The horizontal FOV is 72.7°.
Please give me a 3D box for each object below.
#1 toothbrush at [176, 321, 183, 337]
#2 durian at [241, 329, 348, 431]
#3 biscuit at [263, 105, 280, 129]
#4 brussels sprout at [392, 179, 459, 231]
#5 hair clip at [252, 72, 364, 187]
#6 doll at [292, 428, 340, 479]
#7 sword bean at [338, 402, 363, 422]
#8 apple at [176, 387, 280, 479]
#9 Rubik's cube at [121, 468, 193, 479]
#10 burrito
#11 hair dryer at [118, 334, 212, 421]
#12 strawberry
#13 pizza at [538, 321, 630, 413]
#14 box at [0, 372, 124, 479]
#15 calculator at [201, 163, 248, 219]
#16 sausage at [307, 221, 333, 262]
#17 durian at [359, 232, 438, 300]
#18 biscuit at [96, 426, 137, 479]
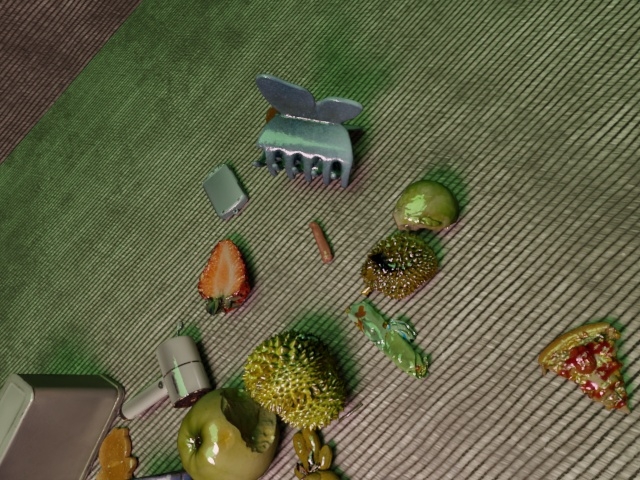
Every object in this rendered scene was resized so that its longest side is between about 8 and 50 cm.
[{"bbox_3d":[-0.502,0.379,1.512,0.017,0.014,0.194,-4,70,22],"label":"toothbrush"},{"bbox_3d":[-0.061,0.358,1.160,0.291,0.291,0.224,21,86,31],"label":"durian"},{"bbox_3d":[-0.110,-0.392,1.589,0.209,0.041,0.290,-25,67,16],"label":"biscuit"},{"bbox_3d":[0.294,-0.095,1.220,0.184,0.131,0.145,-1,78,7],"label":"brussels sprout"},{"bbox_3d":[-0.037,-0.312,1.362,0.319,0.392,0.238,11,89,4],"label":"hair clip"},{"bbox_3d":[-0.025,0.601,1.146,0.137,0.097,0.209,-41,53,14],"label":"doll"},{"bbox_3d":[0.082,0.471,1.187,0.083,0.012,0.012,-38,59,8],"label":"sword bean"},{"bbox_3d":[-0.257,0.542,1.200,0.280,0.279,0.278,-9,68,23],"label":"apple"},{"bbox_3d":[-0.426,0.766,1.200,0.238,0.237,0.236,-19,63,19],"label":"Rubik's cube"},{"bbox_3d":[0.192,0.256,1.192,0.104,0.054,0.288,-48,57,1],"label":"burrito"},{"bbox_3d":[-0.532,0.487,1.419,0.362,0.128,0.203,-36,63,12],"label":"hair dryer"},{"bbox_3d":[-0.310,0.137,1.462,0.189,0.106,0.285,-12,54,17],"label":"strawberry"},{"bbox_3d":[0.611,0.291,0.963,0.188,0.062,0.198,-38,60,12],"label":"pizza"},{"bbox_3d":[-0.885,0.618,1.421,0.178,0.344,0.351,19,80,28],"label":"box"},{"bbox_3d":[-0.361,-0.186,1.635,0.141,0.045,0.246,-39,59,9],"label":"calculator"},{"bbox_3d":[0.000,0.000,1.391,0.042,0.036,0.157,-26,61,3],"label":"sausage"},{"bbox_3d":[0.195,0.070,1.208,0.237,0.138,0.193,-42,59,8],"label":"durian"},{"bbox_3d":[-0.681,0.745,1.452,0.166,0.036,0.225,-33,57,11],"label":"biscuit"}]
